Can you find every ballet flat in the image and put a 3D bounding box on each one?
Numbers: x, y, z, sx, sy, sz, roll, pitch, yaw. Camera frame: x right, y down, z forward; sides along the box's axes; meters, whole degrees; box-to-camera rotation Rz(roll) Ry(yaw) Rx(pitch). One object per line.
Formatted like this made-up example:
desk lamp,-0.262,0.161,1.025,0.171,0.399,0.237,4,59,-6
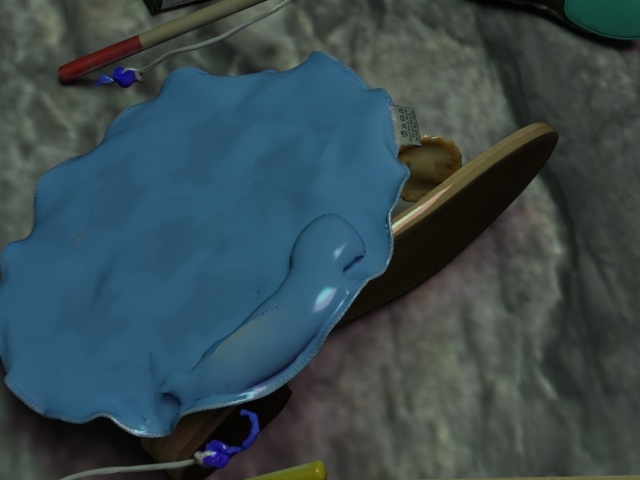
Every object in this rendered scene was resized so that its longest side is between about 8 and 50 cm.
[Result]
ballet flat,0.130,-0.142,0.727,0.114,0.041,0.041,16,56,-9

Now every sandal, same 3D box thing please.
sandal,0.001,-0.003,0.573,0.079,0.088,0.240,42,63,16

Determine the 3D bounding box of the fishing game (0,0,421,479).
fishing game,-0.046,-0.001,0.530,0.189,0.041,0.264,-20,46,17

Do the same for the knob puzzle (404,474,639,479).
knob puzzle,0.122,0.189,0.524,0.213,0.030,0.213,8,57,-13

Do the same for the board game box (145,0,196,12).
board game box,-0.088,-0.242,0.725,0.136,0.030,0.260,-19,67,-29
